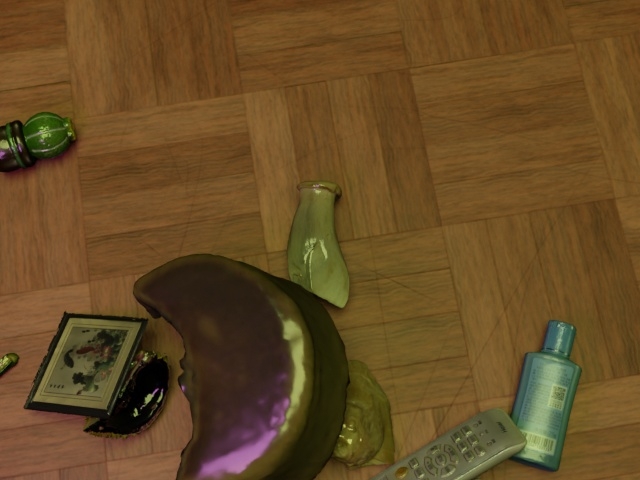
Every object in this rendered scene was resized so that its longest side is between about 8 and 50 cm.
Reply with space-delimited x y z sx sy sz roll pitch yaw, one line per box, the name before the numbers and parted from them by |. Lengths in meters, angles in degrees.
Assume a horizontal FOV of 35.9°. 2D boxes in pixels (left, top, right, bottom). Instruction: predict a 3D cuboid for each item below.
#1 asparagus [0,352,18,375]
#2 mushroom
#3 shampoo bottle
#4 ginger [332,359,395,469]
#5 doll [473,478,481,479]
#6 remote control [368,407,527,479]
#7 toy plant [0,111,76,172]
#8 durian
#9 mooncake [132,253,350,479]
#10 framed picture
asparagus | -0.589 0.244 1.776 0.025 0.021 0.108 44 78 12
mushroom | -0.009 0.005 1.805 0.108 0.096 0.247 -12 68 23
shampoo bottle | 0.397 0.267 1.733 0.104 0.061 0.258 15 74 11
ginger | 0.050 0.295 1.708 0.115 0.122 0.193 -18 66 16
doll | 0.200 0.472 1.674 0.195 0.070 0.096 -40 46 -7
remote control | 0.200 0.397 1.675 0.313 0.109 0.055 -31 120 -1
toy plant | -0.546 -0.190 1.875 0.162 0.093 0.093 -20 74 -8
durian | -0.345 0.268 1.741 0.108 0.119 0.187 20 68 45
mooncake | -0.150 0.239 1.644 0.393 0.246 0.394 25 91 30
framed picture | -0.411 0.215 1.725 0.195 0.010 0.199 0 57 29
